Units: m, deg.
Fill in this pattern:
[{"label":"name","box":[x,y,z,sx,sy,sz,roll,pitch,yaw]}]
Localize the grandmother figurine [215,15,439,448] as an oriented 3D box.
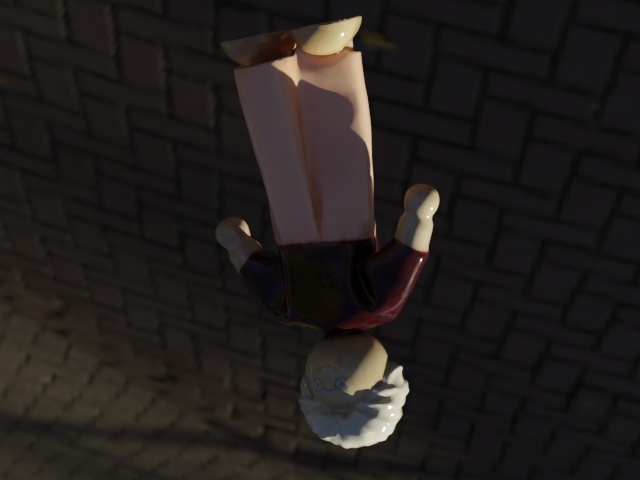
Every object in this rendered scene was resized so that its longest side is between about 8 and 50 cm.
[{"label":"grandmother figurine","box":[0.000,0.000,1.409,0.207,0.342,0.104,-5,-171,44]}]
